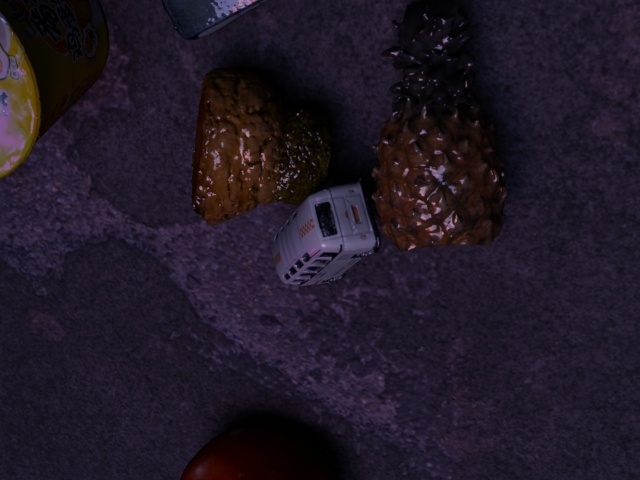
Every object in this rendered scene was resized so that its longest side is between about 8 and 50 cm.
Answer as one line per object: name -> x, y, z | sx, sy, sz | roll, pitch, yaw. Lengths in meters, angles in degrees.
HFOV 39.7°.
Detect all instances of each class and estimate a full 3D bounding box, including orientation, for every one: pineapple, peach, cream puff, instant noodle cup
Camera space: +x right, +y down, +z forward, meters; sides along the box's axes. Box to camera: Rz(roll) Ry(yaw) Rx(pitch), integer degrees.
pineapple -> 0.129, -0.133, 0.953 | 0.157, 0.158, 0.279 | 4, 109, 18
peach -> -0.088, 0.378, 1.286 | 0.243, 0.199, 0.243 | 27, 164, 8
cream puff -> -0.061, -0.105, 1.037 | 0.169, 0.183, 0.183 | 4, 123, -12
instant noodle cup -> -0.389, -0.222, 1.043 | 0.264, 0.200, 0.264 | 9, 121, 16

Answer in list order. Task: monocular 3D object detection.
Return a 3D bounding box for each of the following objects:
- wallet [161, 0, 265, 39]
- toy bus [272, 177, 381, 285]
wallet -> -0.162, -0.417, 0.943 | 0.190, 0.046, 0.379 | -21, 109, 27
toy bus -> 0.000, 0.000, 1.052 | 0.194, 0.089, 0.087 | 137, 121, -65
